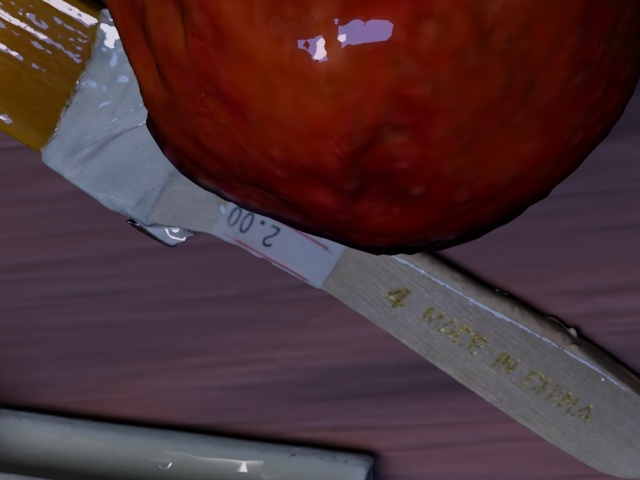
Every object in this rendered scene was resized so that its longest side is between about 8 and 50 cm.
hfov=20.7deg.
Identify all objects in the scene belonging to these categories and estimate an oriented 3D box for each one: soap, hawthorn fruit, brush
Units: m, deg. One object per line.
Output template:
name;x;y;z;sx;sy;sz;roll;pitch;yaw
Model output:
soap;-0.078;0.139;0.761;0.198;0.063;0.115;6;121;11
hawthorn fruit;0.009;-0.105;0.511;0.189;0.190;0.251;-1;160;14
brush;0.000;0.000;0.688;0.336;0.020;0.085;31;121;-5
